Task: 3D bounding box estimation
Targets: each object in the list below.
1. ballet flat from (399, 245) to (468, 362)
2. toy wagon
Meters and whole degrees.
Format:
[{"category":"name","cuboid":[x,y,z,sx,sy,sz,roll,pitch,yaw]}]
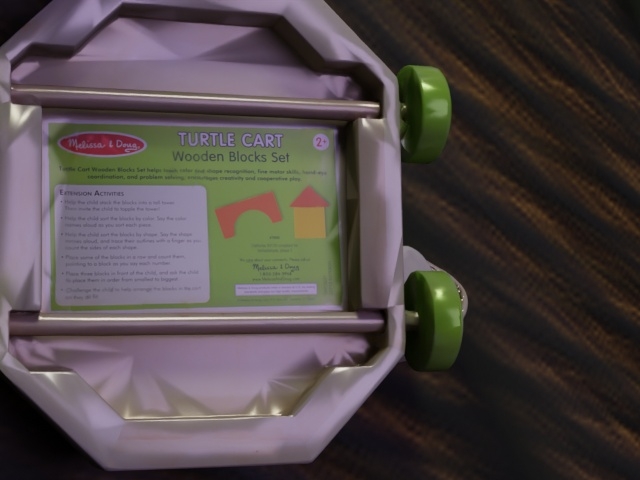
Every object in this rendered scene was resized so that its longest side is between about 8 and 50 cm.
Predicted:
[{"category":"ballet flat","cuboid":[0.000,0.000,0.770,0.248,0.086,0.086,33,62,-35]},{"category":"toy wagon","cuboid":[-0.061,-0.053,0.673,0.267,0.068,0.344,1,81,-18]}]
